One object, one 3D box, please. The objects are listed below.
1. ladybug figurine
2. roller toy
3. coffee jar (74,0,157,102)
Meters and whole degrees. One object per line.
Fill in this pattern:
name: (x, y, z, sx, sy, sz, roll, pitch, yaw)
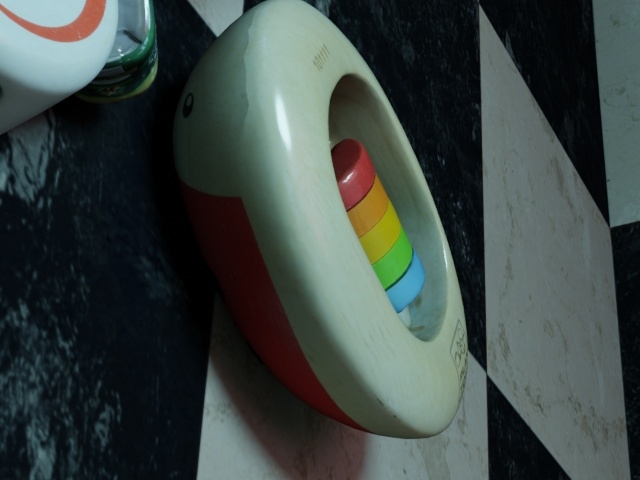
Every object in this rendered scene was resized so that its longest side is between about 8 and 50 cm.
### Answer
ladybug figurine: (0.000, 0.000, 1.354, 0.449, 0.162, 0.305, 64, 25, -24)
roller toy: (-0.237, -0.155, 0.924, 0.209, 0.146, 0.191, -10, 77, -61)
coffee jar: (-0.161, -0.158, 1.104, 0.184, 0.079, 0.096, 150, -69, -83)
